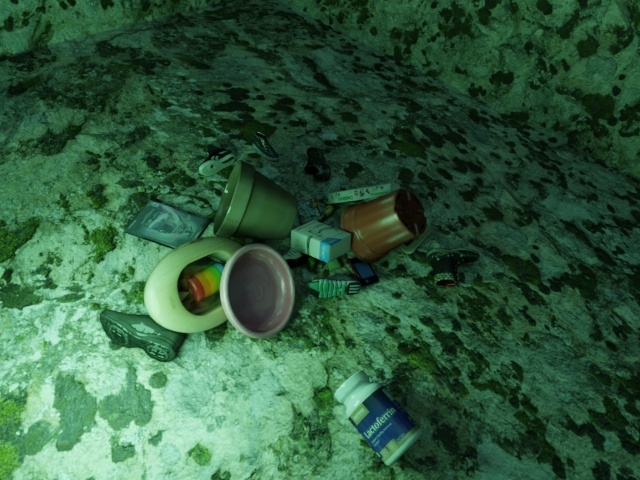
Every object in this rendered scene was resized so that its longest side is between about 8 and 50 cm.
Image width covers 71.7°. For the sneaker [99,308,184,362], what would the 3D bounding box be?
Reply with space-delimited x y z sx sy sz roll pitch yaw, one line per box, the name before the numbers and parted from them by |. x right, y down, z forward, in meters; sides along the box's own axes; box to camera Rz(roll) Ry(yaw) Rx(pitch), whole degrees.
sneaker | -0.588 0.295 1.468 0.287 0.109 0.130 26 37 0

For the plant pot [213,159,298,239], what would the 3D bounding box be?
plant pot | -0.254 -0.133 1.823 0.281 0.323 0.322 18 44 -20

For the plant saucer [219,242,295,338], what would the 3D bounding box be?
plant saucer | -0.228 0.178 1.564 0.332 0.084 0.331 17 68 -48

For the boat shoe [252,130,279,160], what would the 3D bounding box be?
boat shoe | -0.277 -0.481 2.261 0.183 0.083 0.065 38 50 20

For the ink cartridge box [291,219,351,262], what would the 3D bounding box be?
ink cartridge box | 0.000 0.000 1.808 0.203 0.085 0.148 22 33 34

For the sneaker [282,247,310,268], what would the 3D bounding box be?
sneaker | -0.124 0.071 1.822 0.162 0.057 0.075 -18 38 -26

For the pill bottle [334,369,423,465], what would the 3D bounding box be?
pill bottle | 0.175 0.546 1.385 0.153 0.153 0.265 -28 59 -33

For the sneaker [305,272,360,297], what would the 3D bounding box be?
sneaker | 0.042 0.172 1.764 0.224 0.083 0.098 4 26 -17

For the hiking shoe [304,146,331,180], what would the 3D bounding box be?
hiking shoe | -0.034 -0.392 2.241 0.114 0.086 0.226 -11 53 -27

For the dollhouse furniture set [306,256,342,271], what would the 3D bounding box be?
dollhouse furniture set | 0.018 0.084 1.835 0.152 0.058 0.076 -11 52 -23

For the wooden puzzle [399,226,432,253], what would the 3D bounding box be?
wooden puzzle | 0.380 -0.062 2.073 0.239 0.044 0.221 35 50 18

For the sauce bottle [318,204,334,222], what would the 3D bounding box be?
sauce bottle | 0.017 -0.118 2.032 0.042 0.042 0.128 31 49 14

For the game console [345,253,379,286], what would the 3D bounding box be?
game console | 0.170 0.108 1.833 0.124 0.085 0.143 -13 53 -22

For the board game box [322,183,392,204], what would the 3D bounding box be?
board game box | 0.159 -0.209 2.009 0.193 0.305 0.053 -12 96 -23

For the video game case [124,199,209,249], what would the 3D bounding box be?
video game case | -0.626 -0.059 1.823 0.275 0.026 0.196 18 46 3

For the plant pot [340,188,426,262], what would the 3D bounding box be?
plant pot | 0.272 -0.074 1.833 0.273 0.265 0.272 20 58 -36

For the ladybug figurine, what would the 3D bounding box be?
ladybug figurine | -0.418 0.148 1.538 0.450 0.162 0.304 -24 99 -50

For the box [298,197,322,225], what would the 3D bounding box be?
box | -0.052 -0.131 2.010 0.094 0.027 0.136 -16 46 -2

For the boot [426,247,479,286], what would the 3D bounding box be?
boot | 0.590 0.121 1.934 0.237 0.085 0.178 3 49 -4

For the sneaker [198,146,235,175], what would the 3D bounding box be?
sneaker | -0.526 -0.383 2.119 0.121 0.079 0.217 33 40 20
